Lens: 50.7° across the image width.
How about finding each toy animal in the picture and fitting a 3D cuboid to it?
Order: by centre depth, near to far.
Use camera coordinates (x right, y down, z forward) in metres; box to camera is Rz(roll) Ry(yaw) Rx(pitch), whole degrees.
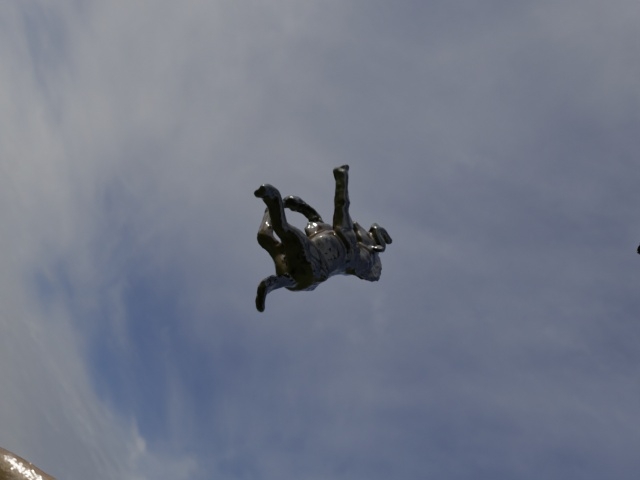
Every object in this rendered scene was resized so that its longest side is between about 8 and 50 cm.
[{"bbox_3d":[0.000,0.000,0.794,0.084,0.233,0.148,-37,-100,40],"label":"toy animal"}]

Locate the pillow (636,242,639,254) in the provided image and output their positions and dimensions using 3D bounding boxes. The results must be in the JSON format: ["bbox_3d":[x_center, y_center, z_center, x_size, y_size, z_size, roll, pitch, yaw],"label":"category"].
[{"bbox_3d":[0.453,-0.056,0.744,0.141,0.055,0.208,26,-76,27],"label":"pillow"}]

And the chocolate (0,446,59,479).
[{"bbox_3d":[-0.222,0.187,0.477,0.101,0.064,0.031,26,-3,14],"label":"chocolate"}]
